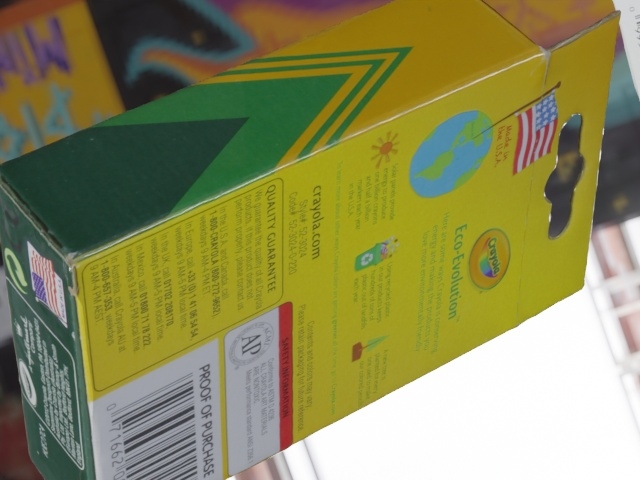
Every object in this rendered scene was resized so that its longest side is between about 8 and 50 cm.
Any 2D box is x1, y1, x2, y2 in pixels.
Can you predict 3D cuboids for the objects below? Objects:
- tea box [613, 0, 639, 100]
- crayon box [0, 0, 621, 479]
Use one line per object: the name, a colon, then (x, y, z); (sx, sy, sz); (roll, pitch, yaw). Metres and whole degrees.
tea box: (0.364, -0.269, 1.339); (0.323, 0.329, 0.220); (-15, -178, -36)
crayon box: (0.000, 0.000, 0.976); (0.318, 0.202, 0.081); (-24, -131, -25)
